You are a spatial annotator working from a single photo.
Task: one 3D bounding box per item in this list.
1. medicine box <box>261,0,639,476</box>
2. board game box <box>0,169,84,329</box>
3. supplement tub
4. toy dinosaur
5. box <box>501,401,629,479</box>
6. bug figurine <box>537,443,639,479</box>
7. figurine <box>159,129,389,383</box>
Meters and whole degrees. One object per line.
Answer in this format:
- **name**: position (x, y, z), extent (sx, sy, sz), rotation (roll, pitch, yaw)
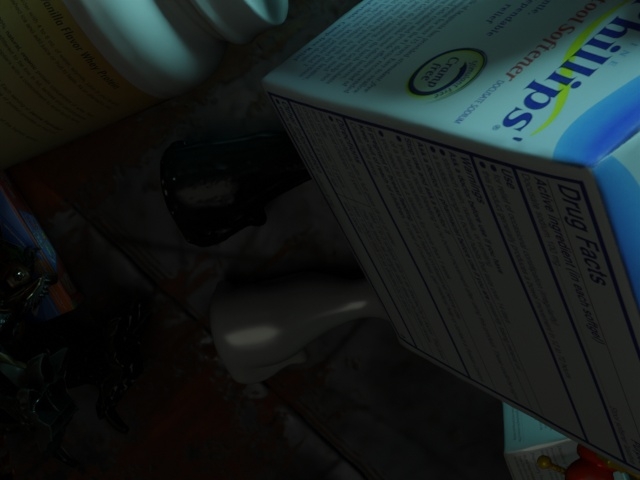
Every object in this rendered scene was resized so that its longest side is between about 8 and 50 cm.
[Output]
- **medicine box**: position (0.141, -0.018, 0.665), extent (0.149, 0.289, 0.263), rotation (-42, 126, -19)
- **board game box**: position (-0.344, -0.036, 0.919), extent (0.145, 0.027, 0.281), rotation (-22, 107, 18)
- **supplement tub**: position (-0.204, -0.182, 0.730), extent (0.316, 0.228, 0.228), rotation (-20, 107, 16)
- **toy dinosaur**: position (-0.278, 0.100, 0.896), extent (0.219, 0.164, 0.321), rotation (8, 132, 21)
- **box**: position (0.210, 0.181, 0.876), extent (0.087, 0.101, 0.102), rotation (-19, 109, 15)
- **bug figurine**: position (0.293, 0.151, 0.806), extent (0.279, 0.072, 0.216), rotation (35, 80, -36)
- **figurine**: position (0.000, 0.000, 0.851), extent (0.210, 0.092, 0.214), rotation (-13, 110, 9)
